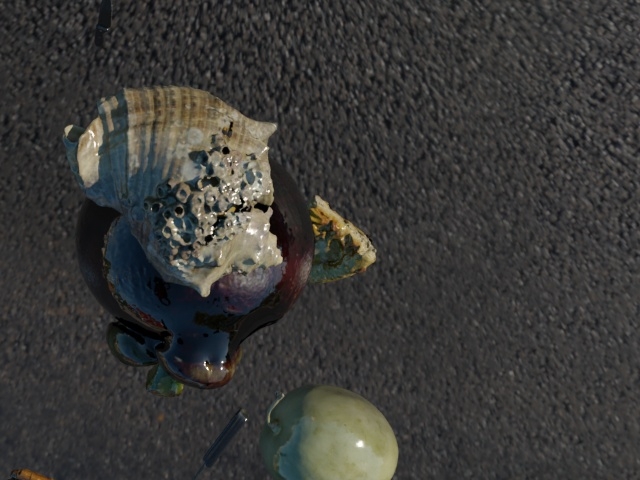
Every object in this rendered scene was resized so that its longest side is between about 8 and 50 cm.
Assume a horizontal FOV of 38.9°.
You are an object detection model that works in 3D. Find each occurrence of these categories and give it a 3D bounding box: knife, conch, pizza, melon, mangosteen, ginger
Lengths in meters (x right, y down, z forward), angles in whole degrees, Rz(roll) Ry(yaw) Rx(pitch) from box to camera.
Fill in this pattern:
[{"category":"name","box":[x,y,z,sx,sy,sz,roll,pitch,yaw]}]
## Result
[{"category":"knife","box":[-0.169,0.324,1.274,0.019,0.072,0.245,37,103,2]},{"category":"conch","box":[-0.127,-0.056,0.869,0.245,0.178,0.163,32,150,-18]},{"category":"pizza","box":[0.000,0.000,1.501,0.182,0.062,0.161,4,116,23]},{"category":"knife","box":[-0.336,-0.340,1.407,0.023,0.170,0.010,8,74,-15]},{"category":"melon","box":[0.016,0.431,1.897,0.308,0.271,0.271,18,114,-6]},{"category":"mangosteen","box":[-0.152,0.023,1.105,0.297,0.313,0.297,1,151,1]},{"category":"ginger","box":[-0.546,0.471,1.671,0.162,0.103,0.073,-3,125,22]}]
